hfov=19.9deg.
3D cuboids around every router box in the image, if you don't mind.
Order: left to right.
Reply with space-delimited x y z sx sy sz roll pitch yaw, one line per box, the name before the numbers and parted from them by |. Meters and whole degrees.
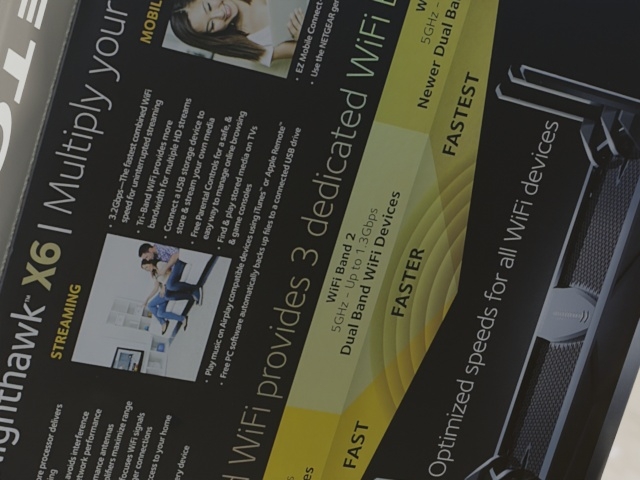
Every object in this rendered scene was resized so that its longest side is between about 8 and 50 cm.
router box | 0.000 0.000 0.621 0.242 0.309 0.081 12 11 -28
